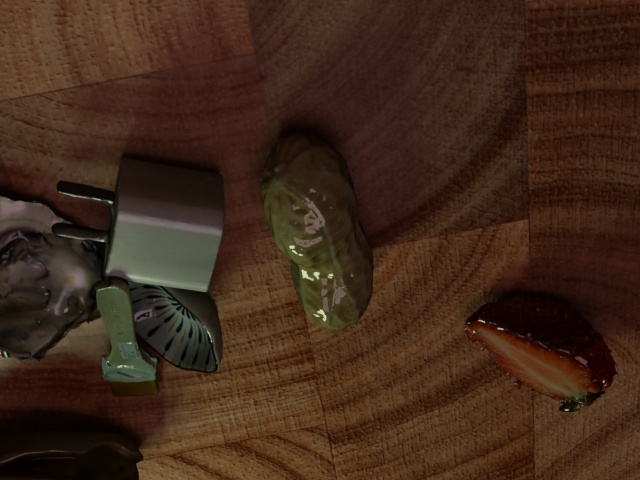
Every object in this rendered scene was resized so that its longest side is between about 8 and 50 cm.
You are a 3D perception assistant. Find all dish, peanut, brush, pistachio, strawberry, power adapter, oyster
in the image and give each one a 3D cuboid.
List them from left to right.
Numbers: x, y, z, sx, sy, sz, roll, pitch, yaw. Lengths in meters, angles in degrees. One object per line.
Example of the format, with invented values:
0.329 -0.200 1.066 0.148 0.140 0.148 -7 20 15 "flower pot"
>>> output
-0.386 0.041 1.430 0.214 0.083 0.223 -29 107 -29 "oyster"
-0.403 0.367 1.650 0.288 0.166 0.197 6 150 -20 "pistachio"
-0.266 0.139 1.505 0.085 0.020 0.336 0 148 -2 "brush"
-0.231 -0.025 1.396 0.205 0.125 0.130 10 126 -14 "power adapter"
-0.193 0.093 1.506 0.190 0.066 0.191 28 146 21 "dish"
0.000 0.000 1.449 0.120 0.136 0.298 7 136 28 "peanut"
0.339 0.148 1.653 0.175 0.107 0.236 -3 139 42 "strawberry"

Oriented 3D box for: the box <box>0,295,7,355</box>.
-0.498 0.068 1.479 0.139 0.035 0.245 -16 127 1 "box"
